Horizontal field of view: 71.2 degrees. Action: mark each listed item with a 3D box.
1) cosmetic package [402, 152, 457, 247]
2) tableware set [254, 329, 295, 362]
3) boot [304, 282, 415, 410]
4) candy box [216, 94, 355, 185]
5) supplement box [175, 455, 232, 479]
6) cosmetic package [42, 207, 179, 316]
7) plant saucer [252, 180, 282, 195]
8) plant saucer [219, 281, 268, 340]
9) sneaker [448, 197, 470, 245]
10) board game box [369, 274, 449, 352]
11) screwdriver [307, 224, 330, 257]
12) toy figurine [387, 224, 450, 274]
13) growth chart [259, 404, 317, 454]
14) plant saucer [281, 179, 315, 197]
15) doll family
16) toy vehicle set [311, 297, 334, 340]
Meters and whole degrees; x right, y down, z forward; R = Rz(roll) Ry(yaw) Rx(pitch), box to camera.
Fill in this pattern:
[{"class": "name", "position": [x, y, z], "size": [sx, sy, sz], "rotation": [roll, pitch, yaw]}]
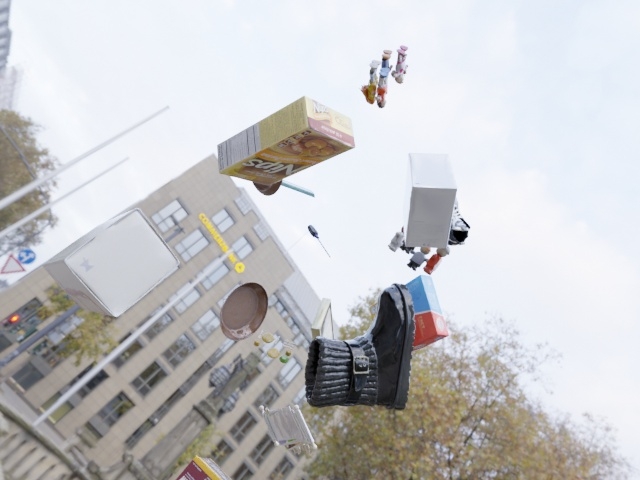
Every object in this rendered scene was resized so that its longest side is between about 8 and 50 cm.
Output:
[{"class": "cosmetic package", "position": [0.343, -0.131, 1.432], "size": [0.138, 0.224, 0.225], "rotation": [1, -52, 7]}, {"class": "tableware set", "position": [-0.181, 0.412, 1.719], "size": [0.154, 0.104, 0.024], "rotation": [21, -51, 9]}, {"class": "boot", "position": [0.102, 0.261, 1.158], "size": [0.259, 0.348, 0.131], "rotation": [11, -22, -11]}, {"class": "candy box", "position": [-0.092, -0.239, 1.133], "size": [0.316, 0.182, 0.088], "rotation": [-17, -106, 37]}, {"class": "supplement box", "position": [-0.398, 0.819, 1.436], "size": [0.129, 0.191, 0.194], "rotation": [35, -22, 19]}, {"class": "cosmetic package", "position": [-0.412, 0.046, 0.862], "size": [0.296, 0.153, 0.129], "rotation": [-6, -57, 54]}, {"class": "plant saucer", "position": [-0.184, -0.231, 1.474], "size": [0.168, 0.029, 0.169], "rotation": [7, -81, 46]}, {"class": "plant saucer", "position": [-0.253, 0.225, 1.449], "size": [0.036, 0.198, 0.199], "rotation": [17, -42, 40]}, {"class": "sneaker", "position": [0.521, -0.087, 1.724], "size": [0.153, 0.093, 0.235], "rotation": [-140, -133, -74]}, {"class": "board game box", "position": [0.332, 0.310, 1.740], "size": [0.064, 0.243, 0.316], "rotation": [12, -37, -32]}, {"class": "screwdriver", "position": [0.000, 0.000, 1.359], "size": [0.024, 0.025, 0.170], "rotation": [45, 3, -42]}, {"class": "toy figurine", "position": [0.410, 0.026, 1.871], "size": [0.213, 0.148, 0.209], "rotation": [41, -8, -12]}, {"class": "growth chart", "position": [-0.114, 0.638, 1.511], "size": [0.237, 0.021, 0.172], "rotation": [-25, -96, 44]}, {"class": "plant saucer", "position": [-0.111, -0.217, 1.792], "size": [0.191, 0.018, 0.067], "rotation": [17, 15, -23]}, {"class": "doll family", "position": [0.219, -0.582, 1.604], "size": [0.118, 0.263, 0.163], "rotation": [23, -34, 18]}, {"class": "toy vehicle set", "position": [0.013, 0.386, 1.810], "size": [0.035, 0.166, 0.267], "rotation": [6, -52, 15]}]
